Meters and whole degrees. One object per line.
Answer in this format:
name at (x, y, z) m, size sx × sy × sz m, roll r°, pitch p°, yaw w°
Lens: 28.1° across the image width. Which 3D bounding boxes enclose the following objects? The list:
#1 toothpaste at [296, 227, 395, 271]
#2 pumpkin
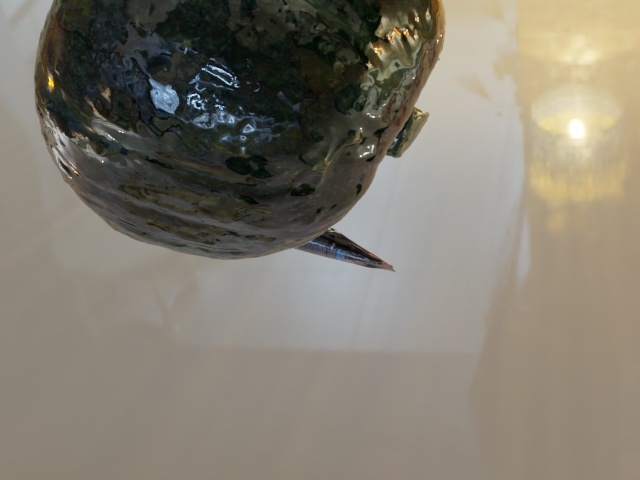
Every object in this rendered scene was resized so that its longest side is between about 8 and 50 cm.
toothpaste at (0.000, 0.000, 1.536) m, size 0.193 × 0.071 × 0.045 m, roll 21°, pitch -95°, yaw 10°
pumpkin at (-0.071, -0.096, 0.883) m, size 0.263 × 0.293 × 0.197 m, roll 30°, pitch -126°, yaw 3°
